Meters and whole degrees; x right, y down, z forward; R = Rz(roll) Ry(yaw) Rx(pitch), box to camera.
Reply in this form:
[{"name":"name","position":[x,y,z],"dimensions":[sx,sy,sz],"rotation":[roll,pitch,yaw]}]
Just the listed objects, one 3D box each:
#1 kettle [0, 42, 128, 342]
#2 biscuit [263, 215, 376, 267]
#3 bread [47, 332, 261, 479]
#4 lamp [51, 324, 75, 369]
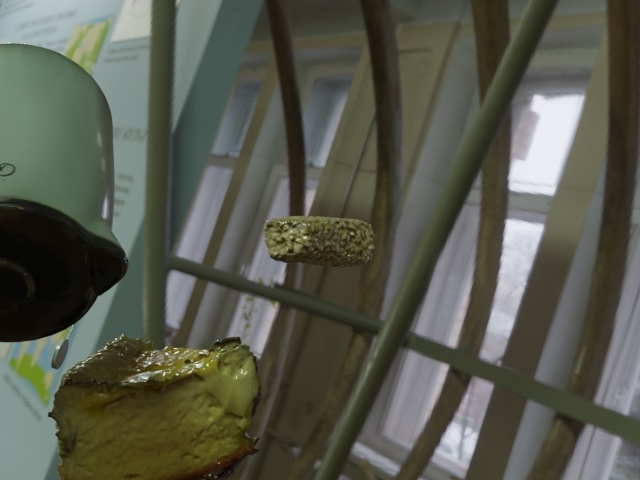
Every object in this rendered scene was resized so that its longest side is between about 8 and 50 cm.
[{"name":"kettle","position":[-0.275,-0.033,0.637],"dimensions":[0.221,0.161,0.236],"rotation":[-5,40,-15]},{"name":"biscuit","position":[0.000,0.000,1.048],"dimensions":[0.082,0.071,0.168],"rotation":[-4,-5,38]},{"name":"bread","position":[-0.141,0.160,0.723],"dimensions":[0.160,0.140,0.169],"rotation":[1,10,10]},{"name":"lamp","position":[-0.415,0.120,1.302],"dimensions":[0.056,0.198,0.050],"rotation":[16,-37,-3]}]
